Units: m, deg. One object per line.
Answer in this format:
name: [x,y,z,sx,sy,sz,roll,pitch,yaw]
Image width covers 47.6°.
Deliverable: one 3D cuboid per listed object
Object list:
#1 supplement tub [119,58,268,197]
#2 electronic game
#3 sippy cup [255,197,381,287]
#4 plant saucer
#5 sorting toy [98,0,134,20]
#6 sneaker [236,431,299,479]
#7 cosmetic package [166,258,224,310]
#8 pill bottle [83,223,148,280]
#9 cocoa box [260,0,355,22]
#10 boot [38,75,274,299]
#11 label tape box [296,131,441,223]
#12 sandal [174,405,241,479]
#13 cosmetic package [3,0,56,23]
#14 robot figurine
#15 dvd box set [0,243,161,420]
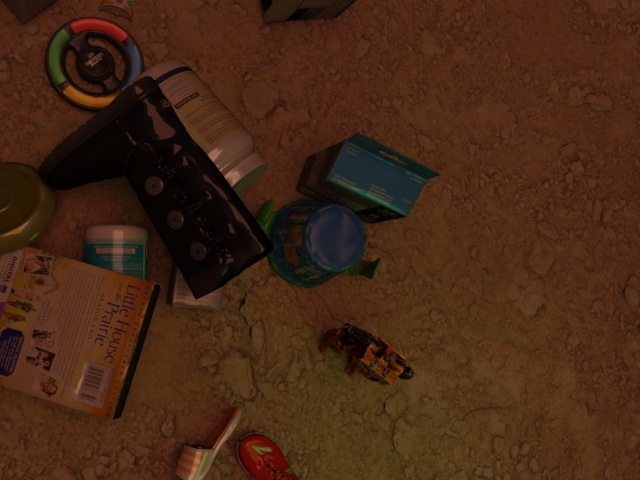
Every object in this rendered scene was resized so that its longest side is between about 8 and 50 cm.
supplement tub: [-0.303,-0.232,1.695,0.235,0.235,0.325,-42,88,-19]
electronic game: [-0.541,-0.424,1.745,0.229,0.048,0.229,1,86,-21]
sippy cup: [0.000,0.000,1.835,0.305,0.224,0.240,-9,89,-21]
plant saucer: [-0.710,-0.083,1.600,0.240,0.037,0.241,2,61,-3]
sorting toy: [-0.494,-0.593,1.785,0.083,0.045,0.075,14,62,-20]
sneaker: [-0.100,0.594,1.812,0.107,0.118,0.279,-40,101,-20]
cosmetic package: [-0.296,0.048,1.780,0.127,0.107,0.238,8,85,-19]
pill bottle: [-0.475,0.098,1.683,0.146,0.146,0.264,2,85,-21]
cocoa box: [-0.038,-0.771,1.866,0.227,0.231,0.347,-11,91,-23]
boot: [-0.360,-0.066,1.566,0.445,0.367,0.146,54,27,-6]
label tape box: [0.109,-0.145,1.828,0.240,0.333,0.106,24,78,-18]
sandal: [-0.293,0.503,1.760,0.076,0.102,0.265,39,65,-13]
cosmetic package: [-0.611,-0.713,1.680,0.385,0.156,0.217,-45,101,-17]
robot figurine: [0.112,0.293,1.823,0.211,0.291,0.085,40,74,-14]
dvd box set: [-0.589,0.182,1.577,0.420,0.062,0.308,15,84,6]
